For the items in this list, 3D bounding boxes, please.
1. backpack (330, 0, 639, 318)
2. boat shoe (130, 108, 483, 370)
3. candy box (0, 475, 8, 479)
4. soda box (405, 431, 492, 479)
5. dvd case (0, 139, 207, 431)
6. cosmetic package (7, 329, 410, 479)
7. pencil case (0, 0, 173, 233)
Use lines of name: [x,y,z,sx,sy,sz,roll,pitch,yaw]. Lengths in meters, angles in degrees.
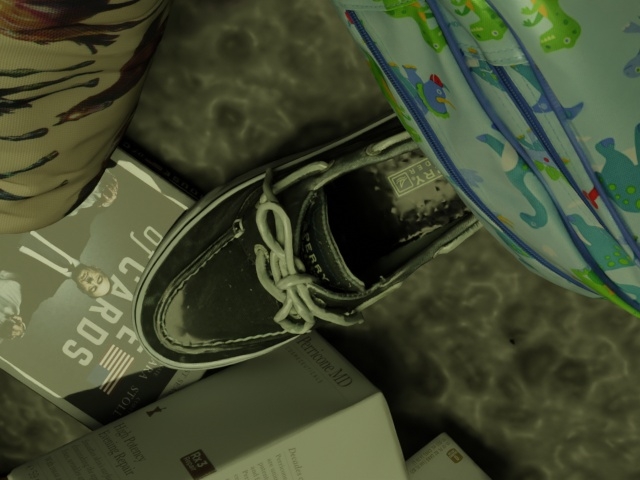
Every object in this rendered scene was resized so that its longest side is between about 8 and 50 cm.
backpack: [0.162,-0.116,0.930,0.273,0.290,0.356,31,151,48]
boat shoe: [0.003,0.003,1.115,0.306,0.105,0.113,-24,103,19]
candy box: [-0.227,0.340,1.417,0.182,0.087,0.316,-17,113,25]
soda box: [0.026,0.222,1.188,0.074,0.216,0.069,44,149,20]
dvd case: [-0.169,0.013,1.212,0.238,0.029,0.179,35,105,-4]
cosmetic package: [-0.072,0.154,1.176,0.231,0.117,0.085,-26,118,-15]
pencil case: [-0.171,-0.132,0.962,0.160,0.183,0.410,67,159,13]
